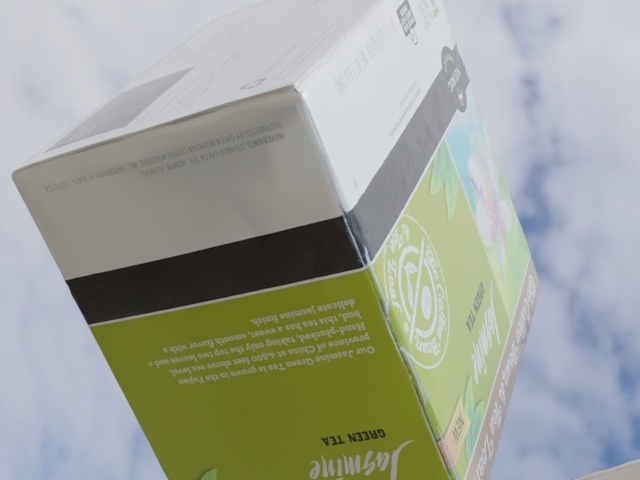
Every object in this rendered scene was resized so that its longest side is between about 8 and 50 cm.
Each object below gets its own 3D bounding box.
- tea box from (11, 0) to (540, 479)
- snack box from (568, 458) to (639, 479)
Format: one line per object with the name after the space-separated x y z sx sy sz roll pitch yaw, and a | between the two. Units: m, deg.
0.000 0.000 0.820 0.220 0.329 0.324 -12 -66 25 | tea box
0.170 0.102 0.407 0.178 0.022 0.064 -19 -113 10 | snack box
